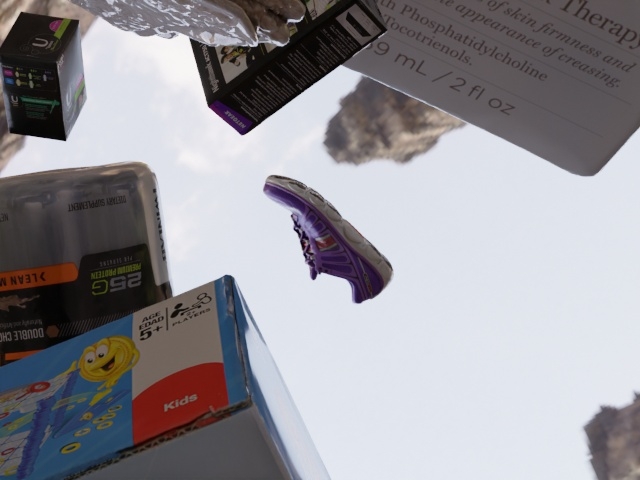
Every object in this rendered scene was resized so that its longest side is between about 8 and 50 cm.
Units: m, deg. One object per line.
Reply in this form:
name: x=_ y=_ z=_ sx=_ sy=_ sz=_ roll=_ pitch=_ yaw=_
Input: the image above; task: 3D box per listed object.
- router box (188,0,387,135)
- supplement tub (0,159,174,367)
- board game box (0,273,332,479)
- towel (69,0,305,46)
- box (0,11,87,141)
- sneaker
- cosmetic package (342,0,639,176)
router box: x=-0.037 y=-0.182 z=0.935 sx=0.046 sy=0.133 sz=0.179 roll=39 pitch=-155 yaw=-44
supplement tub: x=-0.227 y=0.106 z=1.137 sx=0.207 sy=0.207 sz=0.338 roll=-11 pitch=-83 yaw=-33
board game box: x=-0.111 y=0.207 z=0.491 sx=0.302 sy=0.086 sz=0.308 roll=-22 pitch=-62 yaw=2
towel: x=-0.156 y=-0.171 z=0.635 sx=0.282 sy=0.187 sz=0.049 roll=27 pitch=-95 yaw=-32
box: x=-0.226 y=-0.134 z=1.039 sx=0.052 sy=0.083 sz=0.062 roll=8 pitch=-136 yaw=5
sneaker: x=0.000 y=0.000 z=1.308 sx=0.071 sy=0.068 sz=0.170 roll=-45 pitch=-84 yaw=3
cosmetic package: x=0.220 y=-0.342 z=1.161 sx=0.329 sy=0.394 sz=0.327 roll=23 pitch=-133 yaw=-11
